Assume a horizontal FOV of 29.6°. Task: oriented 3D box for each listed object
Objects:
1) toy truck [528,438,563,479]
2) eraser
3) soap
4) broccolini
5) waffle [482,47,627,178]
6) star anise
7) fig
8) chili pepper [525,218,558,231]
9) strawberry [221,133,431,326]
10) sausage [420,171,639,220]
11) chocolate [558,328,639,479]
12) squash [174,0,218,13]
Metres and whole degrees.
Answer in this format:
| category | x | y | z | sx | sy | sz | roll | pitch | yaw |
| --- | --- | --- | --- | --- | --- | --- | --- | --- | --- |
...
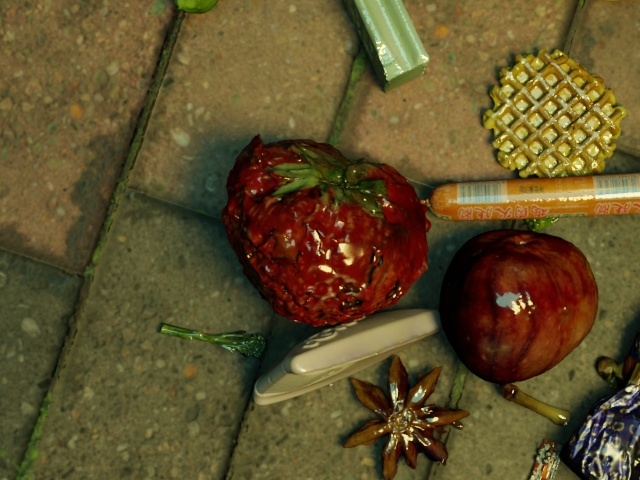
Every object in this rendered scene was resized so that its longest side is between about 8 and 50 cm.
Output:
| category | x | y | z | sx | sy | sz | roll | pitch | yaw |
| --- | --- | --- | --- | --- | --- | --- | --- | --- | --- |
| toy truck | 0.286 | 0.299 | 1.552 | 0.032 | 0.024 | 0.083 | 24 | 82 | -28 |
| eraser | 0.042 | 0.130 | 1.500 | 0.243 | 0.204 | 0.059 | -20 | 79 | -23 |
| soap | 0.069 | -0.296 | 1.548 | 0.063 | 0.114 | 0.198 | -25 | 85 | -1 |
| broccolini | -0.139 | 0.122 | 1.565 | 0.140 | 0.030 | 0.035 | 13 | 78 | 5 |
| waffle | 0.302 | -0.158 | 1.577 | 0.191 | 0.038 | 0.191 | 0 | 87 | -1 |
| star anise | 0.103 | 0.228 | 1.540 | 0.167 | 0.057 | 0.168 | 0 | 86 | -1 |
| fig | 0.230 | 0.111 | 1.501 | 0.186 | 0.203 | 0.250 | 28 | 121 | 30 |
| chili pepper | 0.307 | -0.039 | 1.576 | 0.091 | 0.034 | 0.030 | -21 | 120 | -3 |
| strawberry | 0.000 | 0.000 | 1.468 | 0.274 | 0.274 | 0.220 | 23 | 121 | 1 |
| sausage | 0.301 | -0.055 | 1.538 | 0.347 | 0.053 | 0.053 | -3 | 86 | 6 |
| chocolate | 0.418 | 0.167 | 1.520 | 0.148 | 0.126 | 0.343 | 26 | 81 | 43 |
| squash | -0.124 | -0.427 | 1.573 | 0.082 | 0.082 | 0.292 | 19 | 88 | 1 |
